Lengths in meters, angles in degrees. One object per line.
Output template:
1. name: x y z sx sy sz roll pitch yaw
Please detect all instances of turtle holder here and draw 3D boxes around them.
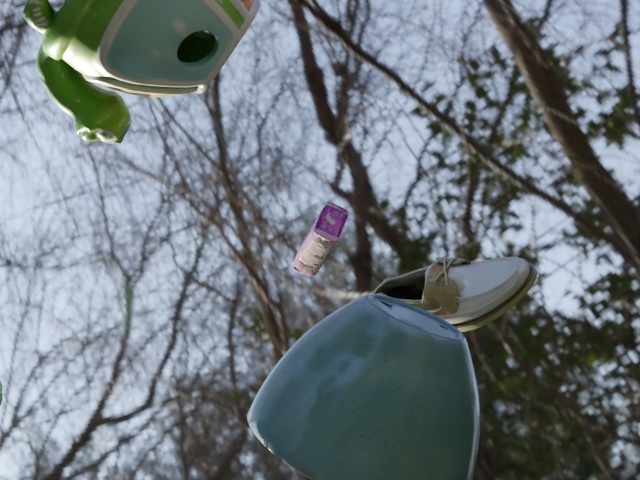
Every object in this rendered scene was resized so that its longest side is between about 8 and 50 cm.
1. turtle holder: -0.220 -0.267 1.394 0.227 0.243 0.320 33 -90 -13

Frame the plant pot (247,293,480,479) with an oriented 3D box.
1. plant pot: 0.080 0.181 1.424 0.290 0.290 0.196 15 -78 -39

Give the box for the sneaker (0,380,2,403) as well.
1. sneaker: -0.659 0.196 1.712 0.185 0.482 0.202 -58 -40 -22

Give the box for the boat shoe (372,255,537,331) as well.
1. boat shoe: 0.211 0.084 1.899 0.302 0.113 0.103 -26 -65 39

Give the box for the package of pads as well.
1. package of pads: 0.000 0.000 1.287 0.032 0.050 0.083 26 -37 -4
